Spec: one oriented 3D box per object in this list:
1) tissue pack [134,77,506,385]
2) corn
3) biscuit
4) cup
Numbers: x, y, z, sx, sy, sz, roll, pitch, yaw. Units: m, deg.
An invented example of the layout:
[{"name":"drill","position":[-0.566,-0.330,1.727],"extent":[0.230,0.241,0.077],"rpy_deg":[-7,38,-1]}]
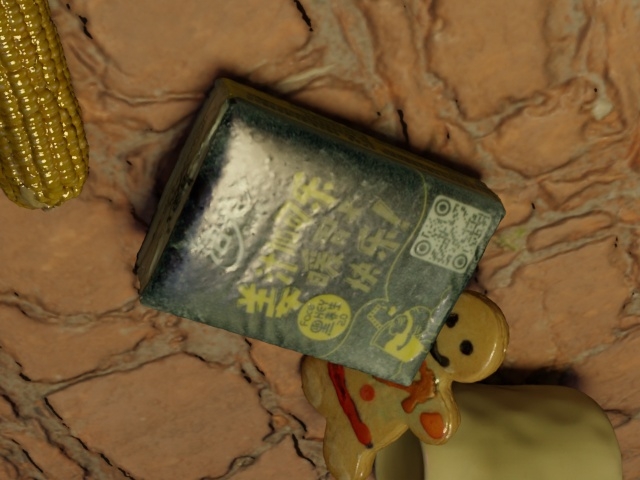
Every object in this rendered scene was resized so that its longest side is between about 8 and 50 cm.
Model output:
[{"name":"tissue pack","position":[0.000,0.000,0.877],"extent":[0.257,0.081,0.185],"rpy_deg":[20,108,-21]},{"name":"corn","position":[-0.220,-0.119,0.773],"extent":[0.080,0.080,0.238],"rpy_deg":[-6,130,-2]},{"name":"biscuit","position":[0.074,0.122,0.990],"extent":[0.234,0.153,0.030],"rpy_deg":[-34,158,33]},{"name":"cup","position":[0.157,0.226,1.109],"extent":[0.202,0.255,0.173],"rpy_deg":[3,92,-19]}]
